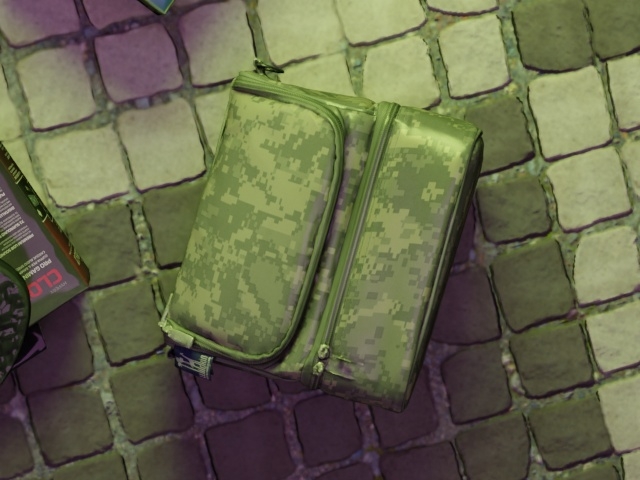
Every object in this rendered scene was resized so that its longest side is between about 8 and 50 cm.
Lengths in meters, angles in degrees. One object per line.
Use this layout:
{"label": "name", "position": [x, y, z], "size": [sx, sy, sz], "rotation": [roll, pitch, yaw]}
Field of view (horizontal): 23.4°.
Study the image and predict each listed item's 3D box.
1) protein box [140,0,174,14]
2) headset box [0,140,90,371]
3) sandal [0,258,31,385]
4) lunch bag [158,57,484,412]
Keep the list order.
{"label": "protein box", "position": [-0.170, -0.350, 1.446], "size": [0.200, 0.136, 0.201], "rotation": [36, 91, -12]}
{"label": "headset box", "position": [-0.373, 0.003, 1.478], "size": [0.218, 0.110, 0.293], "rotation": [-33, 101, -2]}
{"label": "sandal", "position": [-0.434, 0.150, 1.398], "size": [0.446, 0.107, 0.167], "rotation": [-42, 103, 16]}
{"label": "lunch bag", "position": [0.000, 0.000, 1.493], "size": [0.256, 0.212, 0.305], "rotation": [16, 95, 6]}
